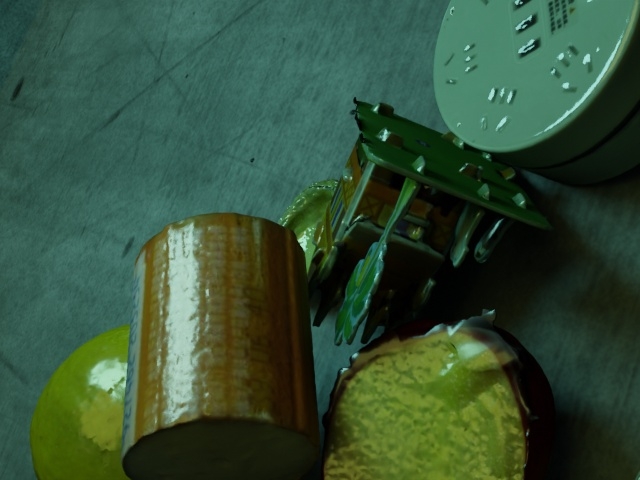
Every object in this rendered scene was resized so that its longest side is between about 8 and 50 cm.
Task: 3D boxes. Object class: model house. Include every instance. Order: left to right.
[{"bbox_3d":[0.108,0.023,1.223,0.358,0.242,0.313,-97,27,-70],"label":"model house"}]

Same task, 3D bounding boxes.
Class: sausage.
[{"bbox_3d":[-0.120,0.143,1.154,0.233,0.233,0.287,-31,44,27],"label":"sausage"}]

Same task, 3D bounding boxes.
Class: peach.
[{"bbox_3d":[0.142,0.266,1.115,0.257,0.201,0.362,6,78,28],"label":"peach"}]

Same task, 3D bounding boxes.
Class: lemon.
[{"bbox_3d":[-0.237,0.285,1.355,0.347,0.348,0.348,-21,55,33],"label":"lemon"}]

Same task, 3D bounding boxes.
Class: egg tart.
[{"bbox_3d":[0.000,0.000,1.469,0.197,0.078,0.197,-22,54,33],"label":"egg tart"}]

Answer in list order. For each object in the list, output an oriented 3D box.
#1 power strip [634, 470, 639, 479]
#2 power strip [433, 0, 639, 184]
[{"bbox_3d":[0.328,0.335,0.990,0.078,0.052,0.272,24,79,47],"label":"power strip"},{"bbox_3d":[0.302,-0.244,1.218,0.357,0.161,0.358,-25,57,47],"label":"power strip"}]
